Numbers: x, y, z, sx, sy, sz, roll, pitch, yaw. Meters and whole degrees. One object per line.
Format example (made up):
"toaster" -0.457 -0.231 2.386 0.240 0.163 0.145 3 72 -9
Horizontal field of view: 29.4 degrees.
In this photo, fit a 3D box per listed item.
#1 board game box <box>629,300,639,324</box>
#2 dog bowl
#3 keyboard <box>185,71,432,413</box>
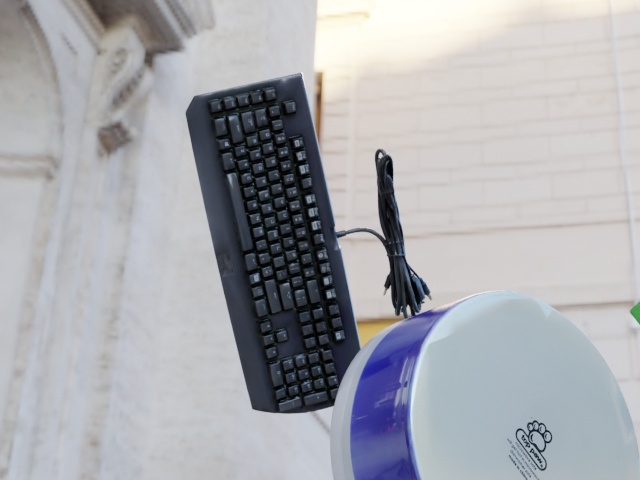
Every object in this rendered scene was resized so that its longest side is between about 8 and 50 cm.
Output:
"board game box" 0.578 0.183 1.603 0.242 0.316 0.064 -9 -33 -49
"dog bowl" 0.143 0.180 1.025 0.265 0.265 0.104 21 -29 -30
"keyboard" 0.000 0.000 1.153 0.201 0.317 0.033 -15 11 -15
